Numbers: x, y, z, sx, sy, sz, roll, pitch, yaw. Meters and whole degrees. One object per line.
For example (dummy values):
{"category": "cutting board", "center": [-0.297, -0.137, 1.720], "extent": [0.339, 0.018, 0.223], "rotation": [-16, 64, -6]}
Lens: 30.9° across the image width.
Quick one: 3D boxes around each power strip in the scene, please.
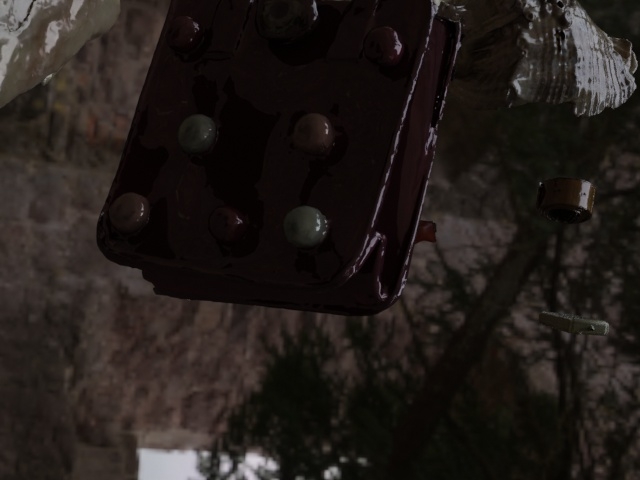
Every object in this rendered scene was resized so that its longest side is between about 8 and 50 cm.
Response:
{"category": "power strip", "center": [0.449, 0.146, 2.050], "extent": [0.169, 0.076, 0.028], "rotation": [-169, -95, -79]}

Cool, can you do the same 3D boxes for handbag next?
{"category": "handbag", "center": [-0.029, -0.066, 0.734], "extent": [0.203, 0.074, 0.216], "rotation": [7, -105, 29]}

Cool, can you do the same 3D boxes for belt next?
{"category": "belt", "center": [0.251, -0.040, 1.191], "extent": [0.083, 0.059, 0.036], "rotation": [68, 32, -77]}

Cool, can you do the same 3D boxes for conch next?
{"category": "conch", "center": [0.207, -0.186, 1.144], "extent": [0.163, 0.245, 0.178], "rotation": [117, -22, -54]}

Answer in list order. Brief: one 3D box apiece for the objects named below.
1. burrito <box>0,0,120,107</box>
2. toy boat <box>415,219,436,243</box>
{"category": "burrito", "center": [-0.224, -0.081, 0.472], "extent": [0.107, 0.348, 0.175], "rotation": [-16, -70, 48]}
{"category": "toy boat", "center": [-0.011, 0.014, 1.545], "extent": [0.219, 0.318, 0.072], "rotation": [96, -8, -61]}
